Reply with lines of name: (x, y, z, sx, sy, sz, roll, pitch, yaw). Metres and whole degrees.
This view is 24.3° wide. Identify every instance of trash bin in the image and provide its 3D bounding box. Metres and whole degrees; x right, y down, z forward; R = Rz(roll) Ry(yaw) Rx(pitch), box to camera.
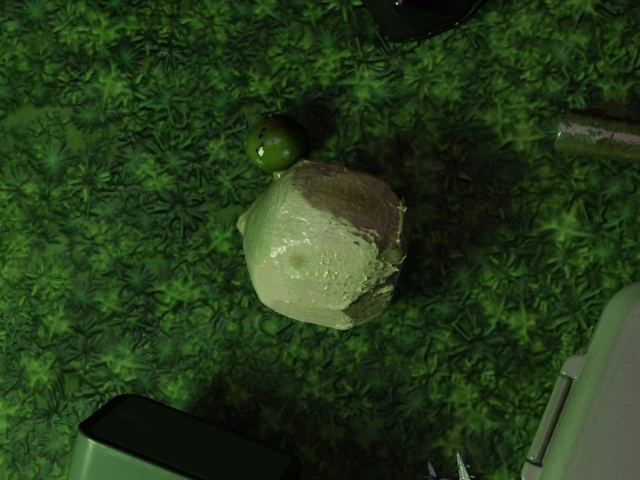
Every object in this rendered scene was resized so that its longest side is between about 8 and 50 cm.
trash bin: (-0.186, 0.370, 1.600, 0.223, 0.158, 0.343, 21, 102, 8)

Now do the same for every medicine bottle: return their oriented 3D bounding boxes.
medicine bottle: (0.372, 0.243, 1.605, 0.282, 0.123, 0.375, 22, 87, 7)

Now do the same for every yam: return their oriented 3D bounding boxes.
yam: (0.332, -0.116, 1.685, 0.132, 0.054, 0.054, 9, 85, 6)

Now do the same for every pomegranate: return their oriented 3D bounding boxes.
pomegranate: (-0.046, -0.106, 1.725, 0.073, 0.073, 0.084, -42, 118, 1)

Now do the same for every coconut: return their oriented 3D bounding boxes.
coconut: (0.000, 0.001, 1.649, 0.194, 0.194, 0.194, -1, 84, 7)

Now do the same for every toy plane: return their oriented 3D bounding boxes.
toy plane: (0.155, 0.277, 1.677, 0.084, 0.024, 0.078, 15, 85, 2)

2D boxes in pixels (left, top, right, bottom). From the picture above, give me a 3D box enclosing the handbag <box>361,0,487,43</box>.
handbag: (0.126, -0.423, 1.705, 0.288, 0.152, 0.342, -32, 82, -10)
